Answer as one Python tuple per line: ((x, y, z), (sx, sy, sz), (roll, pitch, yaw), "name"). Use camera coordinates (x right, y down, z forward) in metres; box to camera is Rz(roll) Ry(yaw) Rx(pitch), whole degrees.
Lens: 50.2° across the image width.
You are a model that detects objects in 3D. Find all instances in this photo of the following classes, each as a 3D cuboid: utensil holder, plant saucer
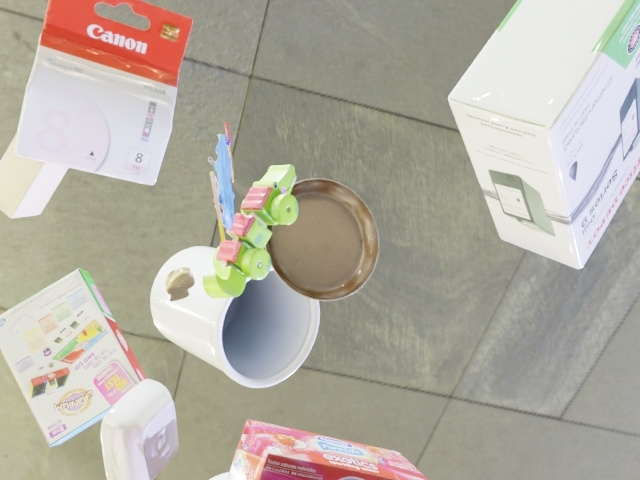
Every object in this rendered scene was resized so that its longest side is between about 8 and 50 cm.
((-0.248, 0.189, 1.886), (0.327, 0.385, 0.328), (-10, 106, -39), "utensil holder")
((0.000, 0.000, 1.717), (0.310, 0.311, 0.050), (24, 160, -15), "plant saucer")

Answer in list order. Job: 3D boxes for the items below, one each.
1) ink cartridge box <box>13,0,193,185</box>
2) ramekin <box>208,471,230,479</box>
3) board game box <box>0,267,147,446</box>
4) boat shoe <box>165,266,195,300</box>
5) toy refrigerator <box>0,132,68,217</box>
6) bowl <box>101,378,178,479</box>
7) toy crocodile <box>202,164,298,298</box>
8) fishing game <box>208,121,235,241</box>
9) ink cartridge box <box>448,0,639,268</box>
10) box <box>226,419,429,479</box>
((-0.283, -0.204, 0.904), (0.189, 0.066, 0.232), (12, 112, -27), "ink cartridge box")
((-0.127, 0.470, 1.102), (0.207, 0.109, 0.207), (3, 119, 5), "ramekin")
((-0.565, 0.259, 1.538), (0.242, 0.064, 0.317), (-31, 79, -5), "board game box")
((-0.278, 0.077, 1.331), (0.056, 0.048, 0.153), (-14, 165, -16), "boat shoe")
((-0.574, -0.183, 1.403), (0.094, 0.102, 0.270), (36, 102, 5), "toy refrigerator")
((-0.254, 0.290, 0.997), (0.053, 0.142, 0.142), (4, 107, 17), "bowl")
((-0.145, -0.025, 1.431), (0.115, 0.341, 0.105), (7, 152, 39), "toy crocodile")
((-0.190, -0.108, 1.299), (0.041, 0.264, 0.189), (-4, 123, 0), "fishing game")
((0.282, -0.132, 0.788), (0.211, 0.121, 0.289), (-55, 143, -12), "ink cartridge box")
((0.010, 0.345, 0.933), (0.256, 0.128, 0.123), (18, 90, -19), "box")
